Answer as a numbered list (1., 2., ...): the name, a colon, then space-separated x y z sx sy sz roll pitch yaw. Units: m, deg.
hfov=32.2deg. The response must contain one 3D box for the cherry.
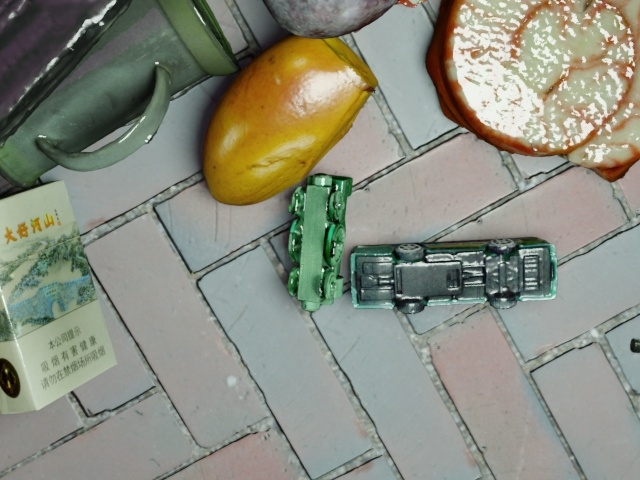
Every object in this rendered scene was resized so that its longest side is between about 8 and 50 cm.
1. cherry: 0.007 -0.318 1.230 0.195 0.195 0.195 0 99 -2

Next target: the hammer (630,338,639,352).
1. hammer: 0.474 0.060 1.490 0.078 0.021 0.201 8 100 -3

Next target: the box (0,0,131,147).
1. box: -0.425 -0.273 1.197 0.350 0.091 0.359 43 92 -2

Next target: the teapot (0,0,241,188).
1. teapot: -0.278 -0.188 1.323 0.337 0.270 0.200 -30 143 5

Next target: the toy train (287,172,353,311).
1. toy train: 0.000 0.000 1.425 0.071 0.104 0.178 7 100 14

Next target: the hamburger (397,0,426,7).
1. hamburger: 0.102 -0.370 1.353 0.175 0.137 0.175 -1 102 -3

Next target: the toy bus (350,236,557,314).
1. toy bus: 0.169 0.040 1.434 0.262 0.109 0.091 -2 101 0

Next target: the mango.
1. mango: -0.055 -0.141 1.369 0.257 0.187 0.138 -41 78 14

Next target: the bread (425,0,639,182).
1. bread: 0.307 -0.242 1.390 0.328 0.114 0.295 16 99 -3

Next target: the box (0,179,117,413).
1. box: -0.361 0.067 1.390 0.069 0.164 0.256 -9 101 29
